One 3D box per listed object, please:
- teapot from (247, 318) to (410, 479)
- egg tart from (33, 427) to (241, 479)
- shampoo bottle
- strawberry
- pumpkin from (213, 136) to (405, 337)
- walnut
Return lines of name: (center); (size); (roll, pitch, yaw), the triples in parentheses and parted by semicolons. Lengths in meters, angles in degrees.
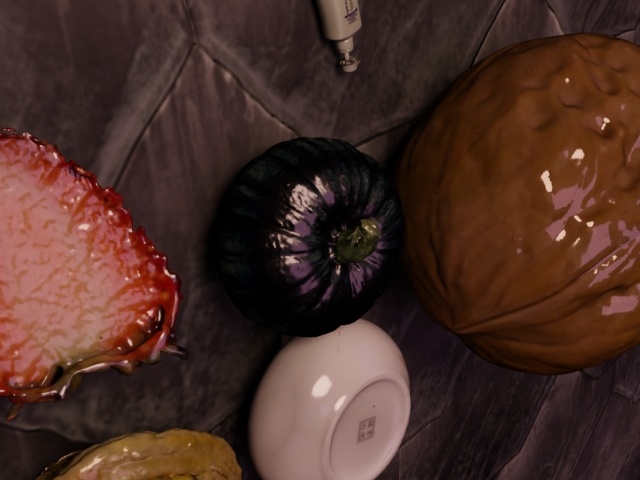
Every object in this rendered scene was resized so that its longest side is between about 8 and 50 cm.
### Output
teapot: (0.001, 0.189, 0.798); (0.204, 0.139, 0.297); (3, 103, -49)
egg tart: (-0.194, 0.275, 0.664); (0.279, 0.095, 0.278); (-22, 127, -34)
shampoo bottle: (0.015, -0.223, 0.695); (0.049, 0.034, 0.141); (-44, 136, -34)
strawberry: (-0.195, 0.013, 0.544); (0.167, 0.087, 0.207); (-18, 107, -26)
pumpkin: (-0.008, -0.002, 0.696); (0.194, 0.150, 0.194); (-23, 141, -20)
walnut: (0.256, -0.041, 0.836); (0.398, 0.308, 0.354); (-43, 101, -26)
